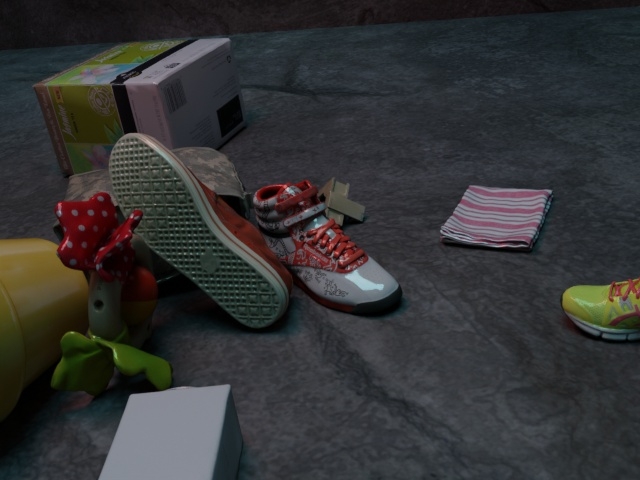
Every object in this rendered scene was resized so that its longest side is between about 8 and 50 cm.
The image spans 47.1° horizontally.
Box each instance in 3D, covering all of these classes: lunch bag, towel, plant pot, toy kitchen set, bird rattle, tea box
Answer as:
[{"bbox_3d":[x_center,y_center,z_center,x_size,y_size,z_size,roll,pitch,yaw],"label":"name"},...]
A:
[{"bbox_3d":[-0.254,-0.042,1.182,0.287,0.168,0.235,-17,25,-6],"label":"lunch bag"},{"bbox_3d":[0.285,-0.045,1.177,0.144,0.029,0.197,6,31,25],"label":"towel"},{"bbox_3d":[-0.429,0.101,0.914,0.254,0.253,0.239,4,15,24],"label":"plant pot"},{"bbox_3d":[0.029,-0.048,1.268,0.068,0.075,0.083,22,61,-18],"label":"toy kitchen set"},{"bbox_3d":[-0.264,0.066,0.930,0.143,0.253,0.207,-7,4,4],"label":"bird rattle"},{"bbox_3d":[-0.392,-0.304,1.660,0.324,0.219,0.329,3,30,22],"label":"tea box"}]

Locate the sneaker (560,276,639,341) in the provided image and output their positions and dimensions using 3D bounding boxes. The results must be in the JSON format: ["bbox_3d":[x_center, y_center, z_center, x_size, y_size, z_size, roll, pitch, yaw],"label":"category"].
[{"bbox_3d":[0.392,0.067,0.867,0.209,0.094,0.081,4,32,27],"label":"sneaker"}]

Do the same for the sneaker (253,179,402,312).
[{"bbox_3d":[-0.001,0.000,1.054,0.090,0.144,0.270,-29,34,-33],"label":"sneaker"}]

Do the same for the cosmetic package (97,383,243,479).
[{"bbox_3d":[-0.148,0.246,0.707,0.118,0.085,0.231,-6,26,6],"label":"cosmetic package"}]

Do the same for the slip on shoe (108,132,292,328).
[{"bbox_3d":[-0.166,-0.017,1.028,0.123,0.331,0.101,-46,0,21],"label":"slip on shoe"}]
